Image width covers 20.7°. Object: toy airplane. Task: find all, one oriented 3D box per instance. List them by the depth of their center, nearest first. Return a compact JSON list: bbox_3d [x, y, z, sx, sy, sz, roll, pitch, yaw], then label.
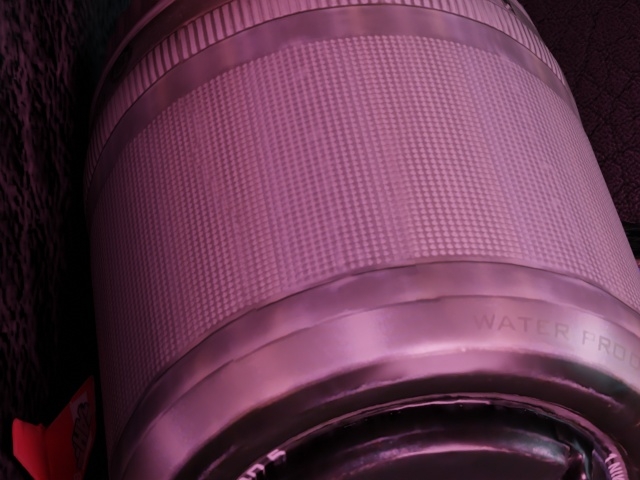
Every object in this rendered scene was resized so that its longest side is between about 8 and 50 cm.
[{"bbox_3d":[-0.100,0.129,0.683,0.151,0.028,0.151,-4,90,-81],"label":"toy airplane"}]

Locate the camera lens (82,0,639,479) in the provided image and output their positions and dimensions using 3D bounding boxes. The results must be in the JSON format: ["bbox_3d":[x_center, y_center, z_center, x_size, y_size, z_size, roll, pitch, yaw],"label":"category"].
[{"bbox_3d":[0.016,0.021,0.721,0.219,0.219,0.274,73,3,-47],"label":"camera lens"}]

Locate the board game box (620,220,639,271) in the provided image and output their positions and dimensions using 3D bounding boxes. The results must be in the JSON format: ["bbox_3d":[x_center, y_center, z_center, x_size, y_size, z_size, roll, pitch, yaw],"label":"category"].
[{"bbox_3d":[0.168,0.073,1.269,0.291,0.232,0.141,-163,-113,-77],"label":"board game box"}]
